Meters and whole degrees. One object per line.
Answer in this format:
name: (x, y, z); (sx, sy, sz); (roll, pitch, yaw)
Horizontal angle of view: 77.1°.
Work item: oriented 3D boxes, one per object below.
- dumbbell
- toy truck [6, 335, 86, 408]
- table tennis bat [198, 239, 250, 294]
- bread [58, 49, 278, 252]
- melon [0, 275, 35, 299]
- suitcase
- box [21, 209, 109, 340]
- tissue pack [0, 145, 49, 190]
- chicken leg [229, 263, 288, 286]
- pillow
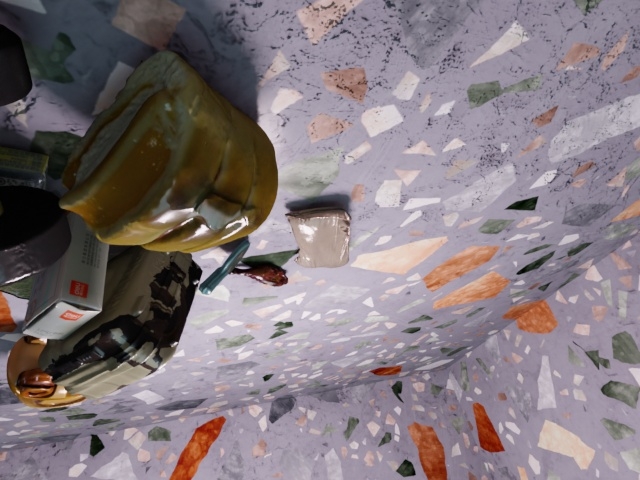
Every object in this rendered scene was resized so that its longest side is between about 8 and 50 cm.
dumbbell: (-0.481, -0.111, 0.537); (0.204, 0.203, 0.322); (-4, 125, -19)
toy truck: (-0.789, 0.385, 1.221); (0.212, 0.204, 0.288); (-34, 145, 29)
table tennis bat: (-0.243, 0.070, 1.031); (0.033, 0.201, 0.124); (35, 129, 0)
bread: (-0.215, -0.095, 0.698); (0.300, 0.210, 0.341); (-43, 157, 6)
melon: (-0.667, 0.041, 0.891); (0.202, 0.093, 0.139); (30, 101, -14)
suitcase: (-0.463, 0.167, 0.910); (0.339, 0.351, 0.194); (-27, 122, 18)
box: (-0.489, 0.048, 0.787); (0.135, 0.269, 0.079); (-34, 140, 22)
tissue pack: (-0.628, -0.091, 0.692); (0.257, 0.081, 0.185); (8, 139, -32)
chicken leg: (-0.180, 0.107, 1.219); (0.093, 0.053, 0.205); (-18, 146, 31)
pillow: (0.000, 0.000, 1.114); (0.173, 0.067, 0.270); (-8, 146, -4)
